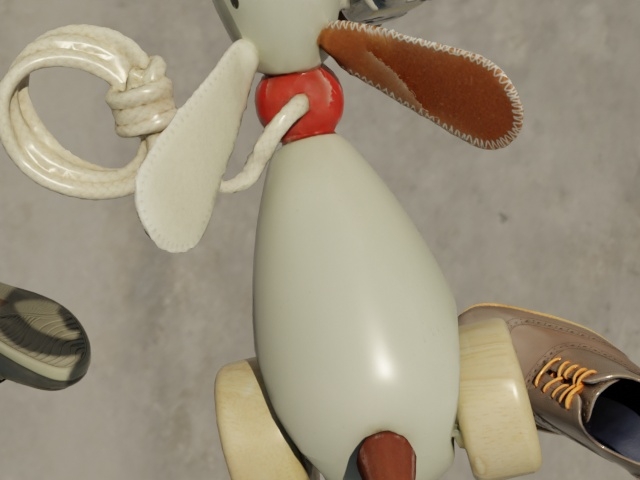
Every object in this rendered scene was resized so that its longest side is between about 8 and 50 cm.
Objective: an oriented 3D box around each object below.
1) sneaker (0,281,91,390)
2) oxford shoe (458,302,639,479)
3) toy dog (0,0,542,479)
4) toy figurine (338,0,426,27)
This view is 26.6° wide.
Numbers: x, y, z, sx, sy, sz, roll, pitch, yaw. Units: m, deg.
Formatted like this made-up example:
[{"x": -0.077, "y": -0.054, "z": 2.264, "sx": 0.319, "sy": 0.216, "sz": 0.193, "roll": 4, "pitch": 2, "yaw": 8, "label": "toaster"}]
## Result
[{"x": -0.289, "y": 0.109, "z": 1.230, "sx": 0.222, "sy": 0.083, "sz": 0.118, "roll": 23, "pitch": 122, "yaw": 34, "label": "sneaker"}, {"x": 0.280, "y": 0.153, "z": 1.432, "sx": 0.363, "sy": 0.133, "sz": 0.130, "roll": 28, "pitch": 82, "yaw": 33, "label": "oxford shoe"}, {"x": 0.000, "y": 0.000, "z": 0.629, "sx": 0.220, "sy": 0.161, "sz": 0.334, "roll": -34, "pitch": 100, "yaw": 4, "label": "toy dog"}, {"x": 0.018, "y": -0.268, "z": 1.004, "sx": 0.209, "sy": 0.148, "sz": 0.213, "roll": 31, "pitch": 76, "yaw": -15, "label": "toy figurine"}]
